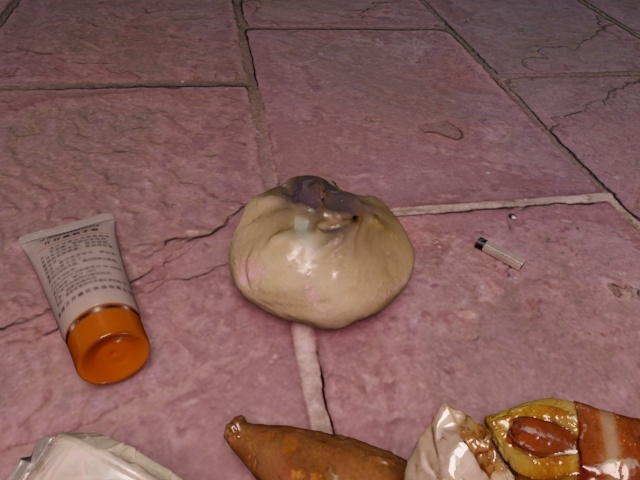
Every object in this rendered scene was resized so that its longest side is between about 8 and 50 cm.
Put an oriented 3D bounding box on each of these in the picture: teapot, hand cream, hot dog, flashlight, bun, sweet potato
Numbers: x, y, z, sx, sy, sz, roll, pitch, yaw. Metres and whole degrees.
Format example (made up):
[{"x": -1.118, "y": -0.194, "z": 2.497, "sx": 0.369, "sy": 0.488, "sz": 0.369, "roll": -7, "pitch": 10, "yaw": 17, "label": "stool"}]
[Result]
[{"x": -0.226, "y": 0.263, "z": 0.417, "sx": 0.221, "sy": 0.163, "sz": 0.178, "roll": 19, "pitch": 53, "yaw": 13, "label": "teapot"}, {"x": -0.330, "y": 0.057, "z": 0.675, "sx": 0.139, "sy": 0.089, "sz": 0.314, "roll": -17, "pitch": 44, "yaw": -24, "label": "hand cream"}, {"x": 0.320, "y": 0.246, "z": 0.539, "sx": 0.261, "sy": 0.093, "sz": 0.123, "roll": 14, "pitch": 44, "yaw": 8, "label": "hot dog"}, {"x": 0.301, "y": 0.022, "z": 0.824, "sx": 0.083, "sy": 0.018, "sz": 0.018, "roll": 31, "pitch": 51, "yaw": 25, "label": "flashlight"}, {"x": 0.001, "y": 0.004, "z": 0.709, "sx": 0.272, "sy": 0.168, "sz": 0.273, "roll": 8, "pitch": 39, "yaw": -7, "label": "bun"}, {"x": 0.046, "y": 0.262, "z": 0.471, "sx": 0.336, "sy": 0.131, "sz": 0.131, "roll": 18, "pitch": 45, "yaw": 12, "label": "sweet potato"}]

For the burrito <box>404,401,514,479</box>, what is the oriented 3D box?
[{"x": 0.053, "y": 0.319, "z": 0.343, "sx": 0.117, "sy": 0.076, "sz": 0.392, "roll": 26, "pitch": 76, "yaw": 2, "label": "burrito"}]
